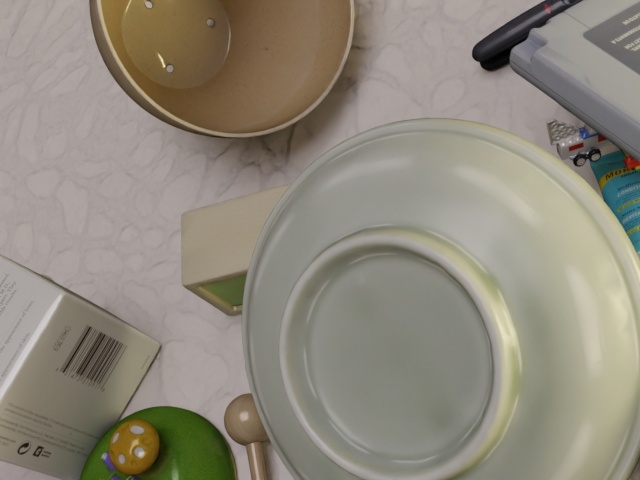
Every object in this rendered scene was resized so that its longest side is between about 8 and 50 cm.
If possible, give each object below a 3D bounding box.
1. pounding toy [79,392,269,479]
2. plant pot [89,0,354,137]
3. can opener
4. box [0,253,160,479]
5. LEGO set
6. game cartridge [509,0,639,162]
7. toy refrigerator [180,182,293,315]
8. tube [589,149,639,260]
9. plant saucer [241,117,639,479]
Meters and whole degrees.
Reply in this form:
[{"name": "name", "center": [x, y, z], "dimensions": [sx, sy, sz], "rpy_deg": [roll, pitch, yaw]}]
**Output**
[{"name": "pounding toy", "center": [-0.164, 0.238, 1.072], "dimensions": [0.237, 0.110, 0.183], "rpy_deg": [-13, 63, 21]}, {"name": "plant pot", "center": [-0.132, -0.246, 1.206], "dimensions": [0.191, 0.284, 0.284], "rpy_deg": [-1, 62, 64]}, {"name": "can opener", "center": [0.241, -0.227, 1.111], "dimensions": [0.186, 0.059, 0.073], "rpy_deg": [-22, 60, 16]}, {"name": "box", "center": [-0.297, 0.137, 1.140], "dimensions": [0.119, 0.181, 0.182], "rpy_deg": [25, 81, 33]}, {"name": "LEGO set", "center": [0.323, -0.123, 0.978], "dimensions": [0.182, 0.060, 0.244], "rpy_deg": [14, 52, 31]}, {"name": "game cartridge", "center": [0.344, -0.176, 0.974], "dimensions": [0.297, 0.062, 0.198], "rpy_deg": [-30, 58, -21]}, {"name": "toy refrigerator", "center": [0.000, 0.000, 1.103], "dimensions": [0.269, 0.102, 0.094], "rpy_deg": [-14, 62, 19]}, {"name": "tube", "center": [0.287, -0.030, 0.971], "dimensions": [0.080, 0.052, 0.207], "rpy_deg": [-13, 31, 17]}, {"name": "plant saucer", "center": [0.077, 0.096, 0.928], "dimensions": [0.400, 0.100, 0.400], "rpy_deg": [3, 97, 31]}]
